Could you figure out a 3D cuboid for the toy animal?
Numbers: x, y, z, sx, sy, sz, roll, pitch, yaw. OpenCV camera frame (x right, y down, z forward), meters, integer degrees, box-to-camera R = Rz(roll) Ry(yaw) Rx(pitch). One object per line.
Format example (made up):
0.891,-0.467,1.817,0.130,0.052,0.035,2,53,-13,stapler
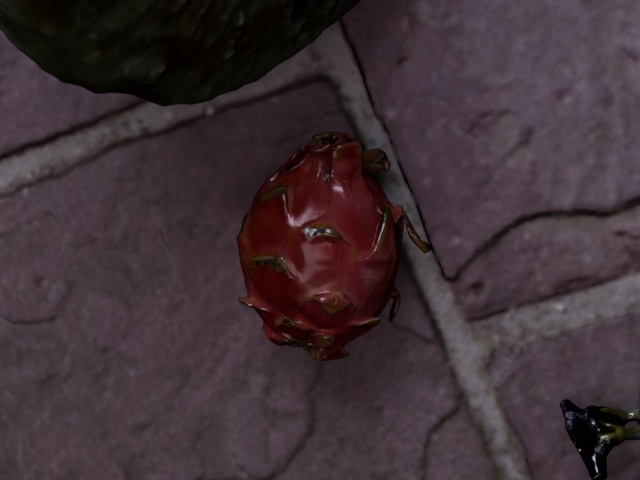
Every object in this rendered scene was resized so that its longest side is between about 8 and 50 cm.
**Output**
0.258,0.116,1.053,0.105,0.070,0.202,30,108,-10,toy animal

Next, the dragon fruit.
0.000,0.000,1.031,0.136,0.133,0.165,-10,114,-29,dragon fruit

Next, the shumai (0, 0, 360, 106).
-0.114,-0.302,0.866,0.348,0.395,0.395,43,115,24,shumai
